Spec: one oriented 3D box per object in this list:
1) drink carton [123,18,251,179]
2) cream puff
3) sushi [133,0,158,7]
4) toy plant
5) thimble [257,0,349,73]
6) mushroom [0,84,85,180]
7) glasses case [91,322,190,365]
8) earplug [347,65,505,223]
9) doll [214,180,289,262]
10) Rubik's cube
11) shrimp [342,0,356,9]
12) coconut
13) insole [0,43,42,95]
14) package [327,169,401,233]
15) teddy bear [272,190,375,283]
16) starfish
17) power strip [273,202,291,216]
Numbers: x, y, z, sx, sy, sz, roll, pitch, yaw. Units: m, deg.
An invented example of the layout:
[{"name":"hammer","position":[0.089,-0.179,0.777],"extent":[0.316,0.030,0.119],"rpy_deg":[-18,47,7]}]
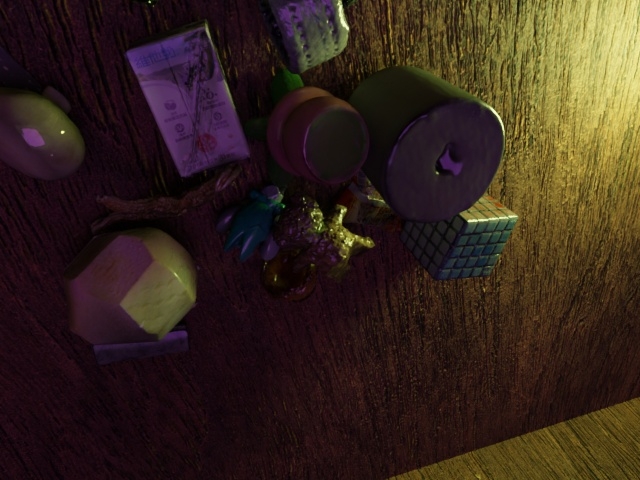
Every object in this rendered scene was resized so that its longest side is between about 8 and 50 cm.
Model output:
[{"name":"drink carton","position":[-0.312,-0.341,1.193],"extent":[0.194,0.132,0.325],"rpy_deg":[-19,125,-3]},{"name":"cream puff","position":[-0.089,0.127,1.584],"extent":[0.183,0.183,0.169],"rpy_deg":[-28,152,3]},{"name":"sushi","position":[-0.352,-0.630,0.872],"extent":[0.285,0.328,0.329],"rpy_deg":[34,110,-21]},{"name":"toy plant","position":[-0.045,-0.239,1.181],"extent":[0.210,0.356,0.317],"rpy_deg":[-12,117,-32]},{"name":"thimble","position":[-0.042,-0.514,1.099],"extent":[0.157,0.217,0.245],"rpy_deg":[-27,154,-1]},{"name":"mushroom","position":[-0.651,-0.258,1.109],"extent":[0.246,0.246,0.203],"rpy_deg":[36,66,-33]},{"name":"glasses case","position":[-0.591,0.346,1.619],"extent":[0.299,0.060,0.114],"rpy_deg":[-7,125,-12]},{"name":"earplug","position":[0.221,-0.274,1.238],"extent":[0.312,0.394,0.313],"rpy_deg":[-12,128,-15]},{"name":"doll","position":[-0.173,-0.048,1.414],"extent":[0.258,0.195,0.153],"rpy_deg":[-32,169,-5]},{"name":"Rubik's cube","position":[0.432,-0.034,1.554],"extent":[0.237,0.238,0.237],"rpy_deg":[-3,127,-27]},{"name":"shrimp","position":[0.020,-0.646,1.140],"extent":[0.261,0.051,0.198],"rpy_deg":[-5,125,-18]},{"name":"coconut","position":[-0.523,0.138,1.332],"extent":[0.352,0.353,0.353],"rpy_deg":[-8,125,-12]},{"name":"insole","position":[-0.737,-0.414,1.085],"extent":[0.081,0.011,0.248],"rpy_deg":[-33,127,9]},{"name":"package","position":[0.179,-0.123,1.513],"extent":[0.288,0.108,0.223],"rpy_deg":[8,122,-25]},{"name":"teddy bear","position":[0.002,0.000,1.434],"extent":[0.246,0.222,0.296],"rpy_deg":[-50,162,8]},{"name":"starfish","position":[-0.411,-0.097,1.257],"extent":[0.431,0.324,0.083],"rpy_deg":[-16,92,-10]},{"name":"power strip","position":[-0.124,-0.053,1.509],"extent":[0.192,0.035,0.081],"rpy_deg":[-31,127,6]}]
